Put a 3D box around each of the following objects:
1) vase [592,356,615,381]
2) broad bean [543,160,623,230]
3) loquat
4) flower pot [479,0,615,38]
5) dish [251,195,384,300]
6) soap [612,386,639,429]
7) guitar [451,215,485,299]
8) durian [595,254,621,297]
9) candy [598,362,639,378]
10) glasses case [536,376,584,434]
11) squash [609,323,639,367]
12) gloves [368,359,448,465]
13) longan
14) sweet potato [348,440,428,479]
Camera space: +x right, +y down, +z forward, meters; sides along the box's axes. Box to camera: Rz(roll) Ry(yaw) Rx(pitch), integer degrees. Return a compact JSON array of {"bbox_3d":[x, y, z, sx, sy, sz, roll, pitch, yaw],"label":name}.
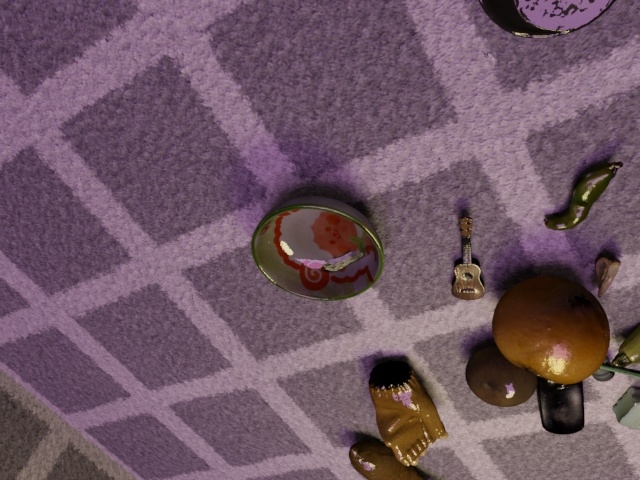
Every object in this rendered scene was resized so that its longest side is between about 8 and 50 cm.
[{"bbox_3d":[0.705,0.281,1.429,0.060,0.060,0.211,-25,113,29],"label":"vase"},{"bbox_3d":[0.569,-0.095,1.178,0.071,0.048,0.213,24,132,-6],"label":"broad bean"},{"bbox_3d":[0.543,0.215,1.296,0.263,0.263,0.262,7,128,9],"label":"loquat"},{"bbox_3d":[0.390,-0.441,0.883,0.269,0.166,0.268,5,128,7],"label":"flower pot"},{"bbox_3d":[0.000,0.000,1.347,0.325,0.124,0.324,6,135,6],"label":"dish"},{"bbox_3d":[0.945,0.487,1.526,0.199,0.063,0.114,12,128,3],"label":"soap"},{"bbox_3d":[0.358,0.040,1.337,0.084,0.038,0.271,-3,129,15],"label":"guitar"},{"bbox_3d":[0.676,0.081,1.279,0.052,0.066,0.130,1,136,14],"label":"durian"},{"bbox_3d":[0.684,0.308,1.349,0.324,0.097,0.097,5,136,51],"label":"candy"},{"bbox_3d":[0.684,0.456,1.553,0.122,0.075,0.314,-11,128,18],"label":"glasses case"},{"bbox_3d":[0.813,0.259,1.378,0.200,0.075,0.090,-36,133,10],"label":"squash"},{"bbox_3d":[0.263,0.521,1.659,0.203,0.155,0.356,-15,107,15],"label":"gloves"},{"bbox_3d":[0.491,0.368,1.485,0.187,0.167,0.167,-3,126,16],"label":"longan"},{"bbox_3d":[0.261,0.812,1.905,0.423,0.130,0.130,34,127,-15],"label":"sweet potato"}]
